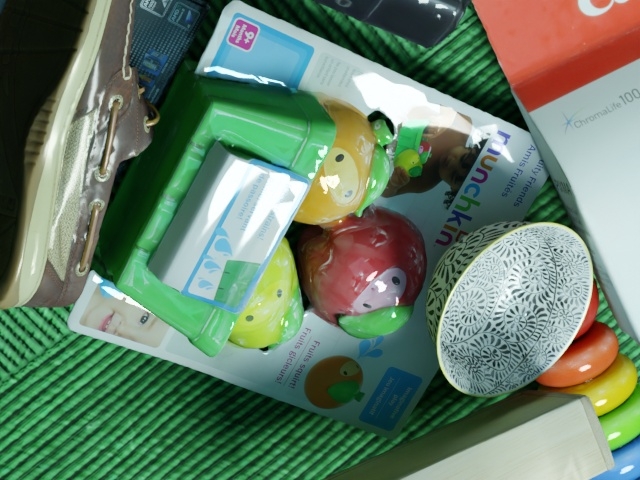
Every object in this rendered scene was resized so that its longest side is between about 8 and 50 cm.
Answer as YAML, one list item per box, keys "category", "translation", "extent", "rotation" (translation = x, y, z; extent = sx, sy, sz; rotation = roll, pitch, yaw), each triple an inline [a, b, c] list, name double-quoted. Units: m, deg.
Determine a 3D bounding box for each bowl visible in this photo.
- category: "bowl"
  translation: [0.150, 0.046, 1.725]
  extent: [0.170, 0.080, 0.170]
  rotation: [-17, 124, -28]

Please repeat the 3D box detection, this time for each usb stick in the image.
- category: "usb stick"
  translation: [-0.005, -0.239, 1.684]
  extent: [0.278, 0.045, 0.077]
  rotation: [21, 148, -16]

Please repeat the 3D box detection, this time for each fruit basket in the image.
- category: "fruit basket"
  translation: [0.000, 0.000, 1.725]
  extent: [0.353, 0.165, 0.327]
  rotation: [24, 105, -20]

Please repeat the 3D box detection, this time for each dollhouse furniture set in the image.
- category: "dollhouse furniture set"
  translation: [0.169, 0.363, 1.727]
  extent: [0.256, 0.362, 0.394]
  rotation: [-22, 93, -14]

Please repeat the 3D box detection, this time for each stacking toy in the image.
- category: "stacking toy"
  translation: [0.257, 0.160, 1.855]
  extent: [0.141, 0.141, 0.330]
  rotation: [-24, 105, 1]

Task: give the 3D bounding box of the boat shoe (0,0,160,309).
- category: "boat shoe"
  translation: [-0.202, -0.104, 1.642]
  extent: [0.123, 0.123, 0.342]
  rotation: [8, 98, -43]

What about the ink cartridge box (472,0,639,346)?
- category: "ink cartridge box"
  translation: [0.334, -0.143, 1.712]
  extent: [0.308, 0.091, 0.385]
  rotation: [-26, 101, -3]

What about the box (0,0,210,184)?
- category: "box"
  translation: [-0.219, -0.167, 1.688]
  extent: [0.184, 0.045, 0.190]
  rotation: [26, 104, -19]
